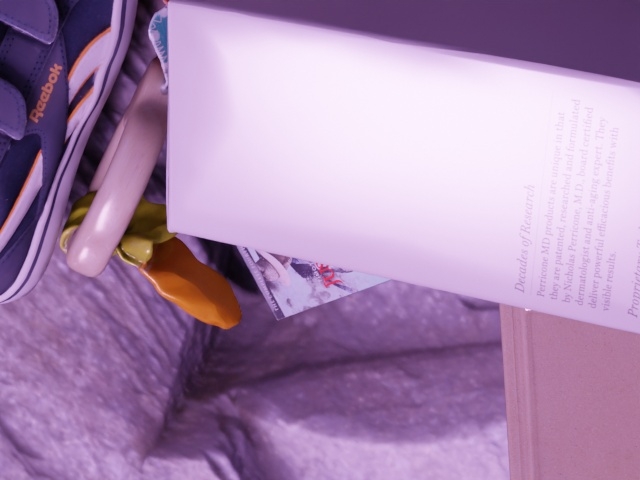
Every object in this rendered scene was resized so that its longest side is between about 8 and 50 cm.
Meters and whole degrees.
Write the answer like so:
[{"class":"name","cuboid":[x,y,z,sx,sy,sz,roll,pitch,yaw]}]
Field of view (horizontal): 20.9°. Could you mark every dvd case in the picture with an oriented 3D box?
[{"class":"dvd case","cuboid":[0.000,0.000,1.182,0.119,0.013,0.087,-20,106,31]}]

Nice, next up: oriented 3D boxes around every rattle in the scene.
[{"class":"rattle","cuboid":[-0.082,-0.055,1.151,0.143,0.130,0.200,28,96,5]}]

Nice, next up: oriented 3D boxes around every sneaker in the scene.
[{"class":"sneaker","cuboid":[-0.210,-0.106,1.105,0.126,0.127,0.321,20,102,28]}]

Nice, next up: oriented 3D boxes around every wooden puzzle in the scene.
[{"class":"wooden puzzle","cuboid":[0.230,0.117,1.130,0.221,0.044,0.239,4,120,21]}]

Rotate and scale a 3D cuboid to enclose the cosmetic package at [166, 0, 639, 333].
[{"class":"cosmetic package","cuboid":[0.113,-0.072,0.992,0.365,0.197,0.155,12,119,19]}]
